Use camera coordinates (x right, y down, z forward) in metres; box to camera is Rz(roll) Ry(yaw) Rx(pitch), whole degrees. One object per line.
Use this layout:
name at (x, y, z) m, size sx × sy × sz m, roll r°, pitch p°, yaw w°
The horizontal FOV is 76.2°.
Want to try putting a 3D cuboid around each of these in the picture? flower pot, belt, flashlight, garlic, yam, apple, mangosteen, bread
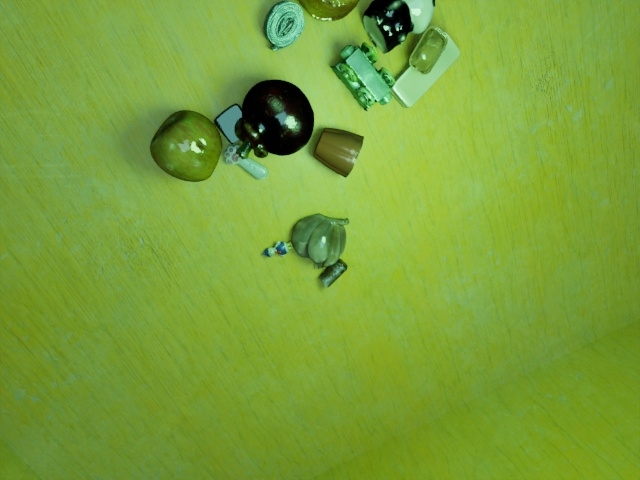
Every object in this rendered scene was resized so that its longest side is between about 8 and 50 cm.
flower pot at (0.068, -0.380, 1.718) m, size 0.173 × 0.190 × 0.191 m, roll 20°, pitch 104°, yaw -7°
belt at (-0.141, -0.824, 1.554) m, size 0.163 × 0.082 × 0.148 m, roll -26°, pitch 123°, yaw -6°
flashlight at (-0.310, -0.323, 1.715) m, size 0.200 × 0.047 × 0.093 m, roll 34°, pitch 104°, yaw -21°
garlic at (0.000, 0.000, 1.870) m, size 0.237 × 0.210 × 0.292 m, roll 14°, pitch 104°, yaw -52°
yam at (0.061, 0.152, 1.954) m, size 0.141 × 0.079 × 0.079 m, roll -45°, pitch 112°, yaw 7°
apple at (-0.499, -0.352, 1.558) m, size 0.264 × 0.264 × 0.264 m, roll -4°, pitch 110°, yaw -11°
mangosteen at (-0.179, -0.461, 1.553) m, size 0.313 × 0.297 × 0.297 m, roll -27°, pitch 120°, yaw -44°
bread at (0.041, -0.976, 1.485) m, size 0.312 × 0.172 × 0.312 m, roll -7°, pitch 111°, yaw -18°

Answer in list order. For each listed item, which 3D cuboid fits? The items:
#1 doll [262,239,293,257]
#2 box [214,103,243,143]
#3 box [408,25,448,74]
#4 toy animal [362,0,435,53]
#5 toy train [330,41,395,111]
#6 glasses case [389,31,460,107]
doll at (-0.196, 0.043, 1.870) m, size 0.143 × 0.058 × 0.099 m, roll -16°, pitch 130°, yaw -1°
box at (-0.352, -0.477, 1.664) m, size 0.126 × 0.027 × 0.125 m, roll -37°, pitch 110°, yaw 4°
box at (0.423, -0.750, 1.617) m, size 0.111 × 0.111 × 0.177 m, roll 27°, pitch 101°, yaw -20°
toy animal at (0.306, -0.873, 1.577) m, size 0.266 × 0.212 × 0.212 m, roll -35°, pitch 113°, yaw -2°
toy train at (0.174, -0.654, 1.629) m, size 0.159 × 0.188 × 0.272 m, roll -43°, pitch 110°, yaw 5°
glasses case at (0.435, -0.717, 1.724) m, size 0.131 × 0.070 × 0.313 m, roll 41°, pitch 97°, yaw -21°
